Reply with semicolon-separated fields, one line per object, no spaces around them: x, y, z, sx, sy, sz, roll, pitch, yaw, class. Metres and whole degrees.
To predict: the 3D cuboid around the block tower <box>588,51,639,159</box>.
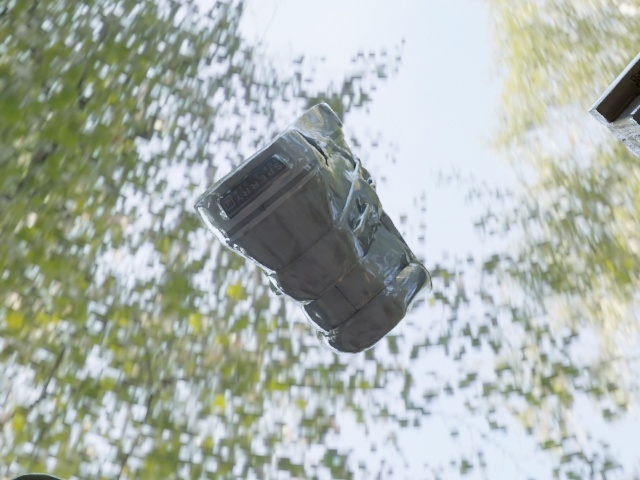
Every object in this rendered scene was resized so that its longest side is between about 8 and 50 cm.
0.349;-0.014;1.317;0.335;0.097;0.091;42;-92;-2;block tower

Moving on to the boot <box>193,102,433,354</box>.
0.000;0.000;1.028;0.095;0.258;0.123;-38;-86;9;boot

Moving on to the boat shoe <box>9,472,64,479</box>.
-0.080;0.255;1.089;0.113;0.103;0.302;-43;-116;-14;boat shoe
